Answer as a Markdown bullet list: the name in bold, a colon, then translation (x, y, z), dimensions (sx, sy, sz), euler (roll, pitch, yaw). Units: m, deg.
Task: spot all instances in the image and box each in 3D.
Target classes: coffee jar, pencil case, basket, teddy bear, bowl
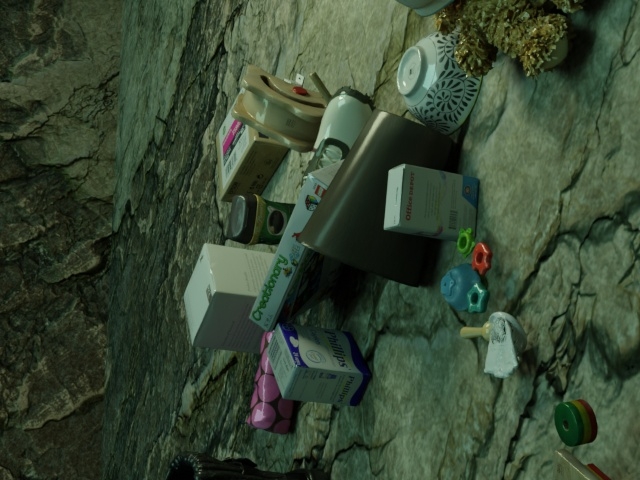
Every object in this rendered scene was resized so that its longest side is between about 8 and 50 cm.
- **coffee jar**: translation (-0.081, -0.031, 1.876), dimensions (0.079, 0.184, 0.096), euler (176, 102, -67)
- **pencil case**: translation (-0.088, 0.259, 1.914), dimensions (0.098, 0.095, 0.209), euler (-155, 77, -82)
- **basket**: translation (0.096, -0.069, 1.502), dimensions (0.226, 0.204, 0.154), euler (-69, 19, 4)
- **teddy bear**: translation (0.244, -0.331, 1.331), dimensions (0.245, 0.113, 0.338), euler (-63, 29, 32)
- **bowl**: translation (0.167, -0.248, 1.517), dimensions (0.170, 0.080, 0.170), euler (-172, 90, -67)

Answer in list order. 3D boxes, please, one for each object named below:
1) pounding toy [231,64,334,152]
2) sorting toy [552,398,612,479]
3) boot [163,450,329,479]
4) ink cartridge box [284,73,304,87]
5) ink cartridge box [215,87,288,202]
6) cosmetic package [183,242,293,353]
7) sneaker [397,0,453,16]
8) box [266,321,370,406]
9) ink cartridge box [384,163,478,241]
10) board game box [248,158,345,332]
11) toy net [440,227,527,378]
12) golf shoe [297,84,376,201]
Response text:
- **pounding toy**: translation (-0.023, -0.260, 1.844), dimensions (0.154, 0.270, 0.154), euler (-41, -24, -59)
- **sorting toy**: translation (0.291, 0.307, 1.032), dimensions (0.132, 0.046, 0.274), euler (-139, 44, -65)
- **boot**: translation (-0.165, 0.465, 1.789), dimensions (0.348, 0.260, 0.131), euler (132, 140, -52)
- **ink cartridge box**: translation (-0.064, -0.316, 2.145), dimensions (0.048, 0.028, 0.083), euler (-137, 59, -63)
- **ink cartridge box**: translation (-0.156, -0.221, 2.249), dimensions (0.234, 0.088, 0.193), euler (126, 144, -48)
- **cosmetic package**: translation (-0.159, 0.119, 2.005), dimensions (0.151, 0.184, 0.151), euler (-109, 36, -49)
- **sneaker**: translation (0.172, -0.380, 1.295), dimensions (0.229, 0.092, 0.087), euler (-38, 47, 39)
- **box**: translation (-0.005, 0.205, 1.672), dimensions (0.126, 0.137, 0.072), euler (-118, 44, -55)
- **ink cartridge box**: translation (0.155, -0.052, 1.413), dimensions (0.052, 0.122, 0.088), euler (166, 111, -65)
- **board game box**: translation (0.000, 0.000, 1.691), dimensions (0.053, 0.193, 0.305), euler (37, 123, 20)
- **toy net**: translation (0.224, 0.085, 1.310), dimensions (0.122, 0.045, 0.232), euler (-67, 28, 26)
- **golf shoe**: translation (0.026, -0.130, 1.720), dimensions (0.120, 0.105, 0.272), euler (-55, -16, -53)
